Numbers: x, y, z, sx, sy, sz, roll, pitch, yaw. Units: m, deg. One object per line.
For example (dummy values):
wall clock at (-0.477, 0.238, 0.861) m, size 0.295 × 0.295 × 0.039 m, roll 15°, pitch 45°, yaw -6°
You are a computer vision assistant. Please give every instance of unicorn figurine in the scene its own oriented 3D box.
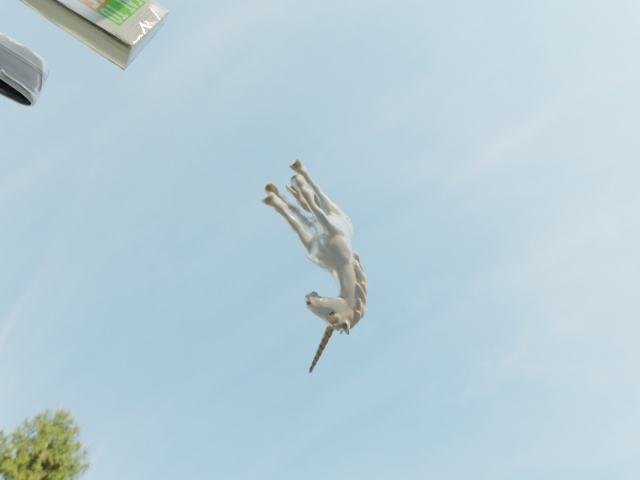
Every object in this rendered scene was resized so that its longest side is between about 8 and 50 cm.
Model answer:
unicorn figurine at (0.000, 0.000, 0.420) m, size 0.060 × 0.162 × 0.111 m, roll -31°, pitch -73°, yaw 27°

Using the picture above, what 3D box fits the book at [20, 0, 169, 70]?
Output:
book at (-0.242, -0.253, 0.564) m, size 0.144 × 0.096 × 0.035 m, roll 31°, pitch -43°, yaw -14°

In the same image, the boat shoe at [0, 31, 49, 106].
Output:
boat shoe at (-0.386, -0.201, 0.579) m, size 0.184 × 0.066 × 0.063 m, roll 28°, pitch -116°, yaw -56°
